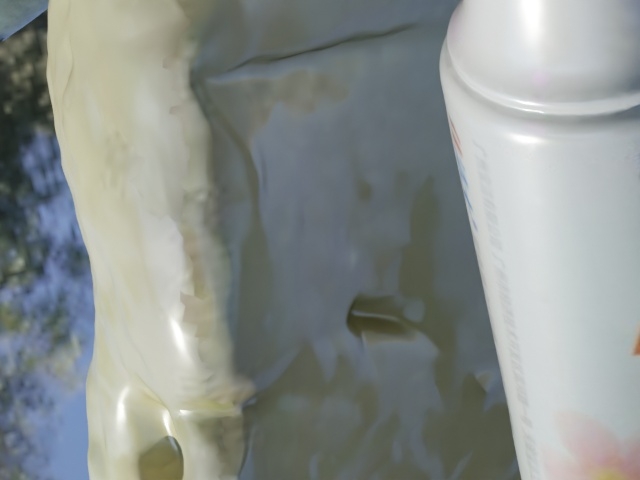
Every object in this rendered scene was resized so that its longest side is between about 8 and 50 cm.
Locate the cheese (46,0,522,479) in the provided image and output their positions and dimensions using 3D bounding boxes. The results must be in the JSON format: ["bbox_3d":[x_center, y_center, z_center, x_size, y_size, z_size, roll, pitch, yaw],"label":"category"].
[{"bbox_3d":[-0.001,-0.001,0.486,0.159,0.262,0.093,-22,-149,-39],"label":"cheese"}]

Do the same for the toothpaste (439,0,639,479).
[{"bbox_3d":[0.080,0.042,0.407,0.100,0.323,0.066,-39,-135,-24],"label":"toothpaste"}]

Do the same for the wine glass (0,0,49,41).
[{"bbox_3d":[0.010,-0.155,0.657,0.309,0.264,0.096,-44,-173,9],"label":"wine glass"}]
